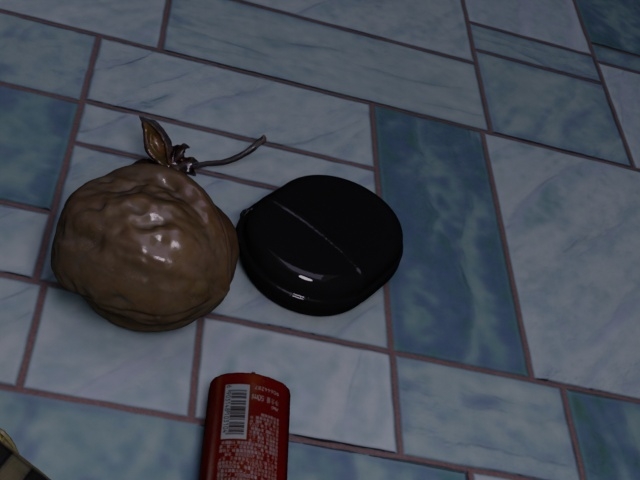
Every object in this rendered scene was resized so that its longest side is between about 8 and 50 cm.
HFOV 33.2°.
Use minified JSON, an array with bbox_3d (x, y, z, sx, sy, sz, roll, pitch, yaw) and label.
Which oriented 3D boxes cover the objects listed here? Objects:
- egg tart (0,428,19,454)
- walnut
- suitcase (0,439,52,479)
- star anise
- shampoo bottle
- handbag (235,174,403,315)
[{"bbox_3d":[-0.478,0.280,1.241,0.290,0.115,0.290,11,44,-11],"label":"egg tart"},{"bbox_3d":[-0.246,0.014,1.546,0.273,0.273,0.227,25,73,2],"label":"walnut"},{"bbox_3d":[-0.309,0.383,1.065,0.434,0.194,0.283,42,43,-7],"label":"suitcase"},{"bbox_3d":[-0.225,-0.158,1.854,0.219,0.148,0.227,-9,9,12],"label":"star anise"},{"bbox_3d":[-0.100,0.313,1.404,0.118,0.076,0.314,13,42,-12],"label":"shampoo bottle"},{"bbox_3d":[0.001,-0.001,1.779,0.254,0.093,0.308,37,43,16],"label":"handbag"}]
